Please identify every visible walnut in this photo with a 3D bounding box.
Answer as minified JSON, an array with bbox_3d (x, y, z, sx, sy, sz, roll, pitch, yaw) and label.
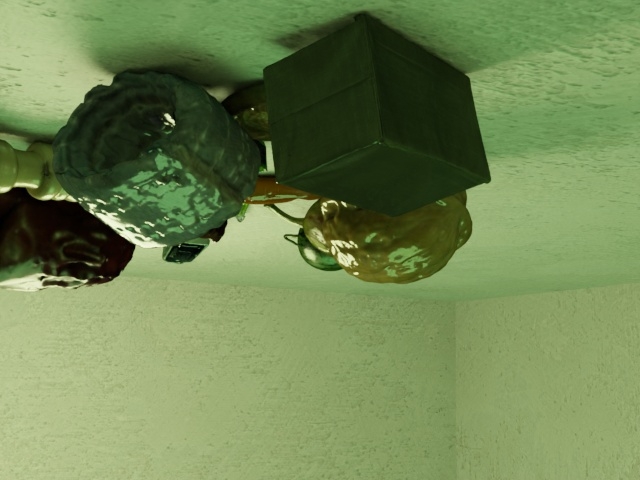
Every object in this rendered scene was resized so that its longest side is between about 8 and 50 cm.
[{"bbox_3d":[0.129,-0.040,1.374,0.257,0.224,0.257,12,153,6],"label":"walnut"}]

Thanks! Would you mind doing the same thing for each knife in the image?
[{"bbox_3d":[-0.179,-0.068,1.861,0.022,0.026,0.184,-37,178,-15],"label":"knife"}]

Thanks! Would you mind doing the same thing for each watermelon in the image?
[{"bbox_3d":[0.000,0.000,1.889,0.187,0.140,0.141,3,171,13],"label":"watermelon"}]

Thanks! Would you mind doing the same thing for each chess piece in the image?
[{"bbox_3d":[-0.458,-0.116,1.358,0.307,0.124,0.139,3,166,-41],"label":"chess piece"}]

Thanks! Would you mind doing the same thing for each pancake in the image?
[{"bbox_3d":[-0.018,-0.174,1.153,0.250,0.031,0.250,-1,171,0],"label":"pancake"}]

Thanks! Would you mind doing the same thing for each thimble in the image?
[{"bbox_3d":[-0.209,-0.104,1.041,0.236,0.205,0.172,14,162,36],"label":"thimble"}]

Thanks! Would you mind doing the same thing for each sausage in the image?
[{"bbox_3d":[-0.082,-0.097,1.574,0.183,0.054,0.062,-2,-157,6],"label":"sausage"}]

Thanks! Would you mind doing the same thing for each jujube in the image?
[{"bbox_3d":[-0.539,-0.012,1.615,0.258,0.258,0.377,-5,-179,34],"label":"jujube"}]

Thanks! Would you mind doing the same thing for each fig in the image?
[{"bbox_3d":[-0.014,-0.040,1.726,0.245,0.149,0.149,11,177,30],"label":"fig"}]

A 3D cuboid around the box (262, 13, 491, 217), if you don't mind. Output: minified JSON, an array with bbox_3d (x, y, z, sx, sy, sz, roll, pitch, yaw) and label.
[{"bbox_3d":[0.068,-0.135,0.954,0.149,0.155,0.231,-20,161,34],"label":"box"}]

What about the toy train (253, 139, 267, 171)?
[{"bbox_3d":[-0.148,-0.146,1.268,0.081,0.060,0.202,-9,168,19],"label":"toy train"}]

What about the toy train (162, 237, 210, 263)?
[{"bbox_3d":[-0.346,-0.004,2.068,0.086,0.088,0.407,6,170,-15],"label":"toy train"}]

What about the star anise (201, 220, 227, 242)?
[{"bbox_3d":[-0.240,-0.086,1.380,0.126,0.190,0.220,-43,157,11],"label":"star anise"}]
